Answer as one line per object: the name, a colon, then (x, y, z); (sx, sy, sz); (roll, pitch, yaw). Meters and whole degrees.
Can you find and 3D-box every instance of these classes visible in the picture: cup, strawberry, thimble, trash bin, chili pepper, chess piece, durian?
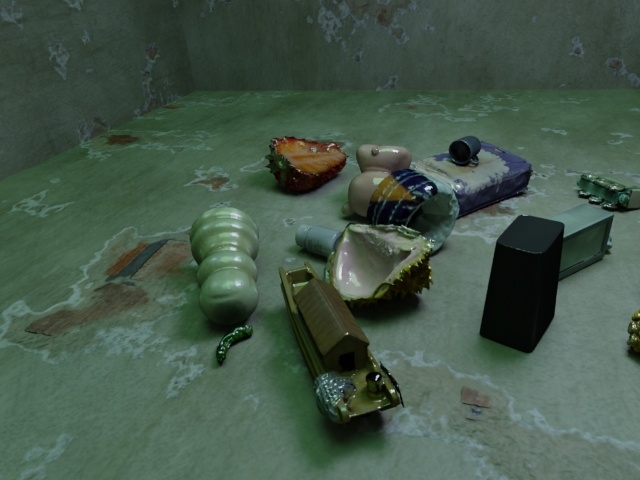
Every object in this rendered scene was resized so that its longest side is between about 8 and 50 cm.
cup: (0.465, -0.280, 1.575); (0.077, 0.078, 0.100); (-29, 75, -38)
strawberry: (-0.065, -0.276, 1.837); (0.254, 0.150, 0.280); (33, 40, 19)
thimble: (0.249, -0.070, 1.327); (0.238, 0.237, 0.150); (-20, 36, -26)
trash bin: (0.414, 0.081, 1.023); (0.115, 0.225, 0.165); (17, 36, 36)
chili pepper: (-0.194, 0.214, 1.066); (0.056, 0.035, 0.118); (-7, 20, 33)
chess piece: (-0.226, 0.071, 1.217); (0.183, 0.182, 0.330); (-9, 35, -8)
durian: (0.110, 0.076, 1.168); (0.305, 0.185, 0.195); (20, 56, 44)

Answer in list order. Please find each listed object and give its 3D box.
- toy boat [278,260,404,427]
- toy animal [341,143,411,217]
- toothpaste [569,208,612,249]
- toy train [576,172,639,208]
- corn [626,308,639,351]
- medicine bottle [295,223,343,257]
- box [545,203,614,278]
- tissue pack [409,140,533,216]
toy boat: (0.006, 0.175, 0.977); (0.136, 0.162, 0.445); (-15, 30, -13)
toy animal: (0.192, -0.189, 1.552); (0.210, 0.221, 0.229); (9, 30, 30)
toothpaste: (0.759, -0.038, 1.394); (0.067, 0.037, 0.255); (2, 25, 11)
toy train: (0.894, -0.156, 1.550); (0.125, 0.080, 0.194); (-1, 25, -16)
corn: (0.732, 0.191, 0.915); (0.292, 0.101, 0.101); (11, 32, 24)
medicine bottle: (0.000, 0.000, 1.380); (0.130, 0.080, 0.080); (16, 35, 34)
box: (0.604, 0.009, 1.228); (0.225, 0.129, 0.086); (-19, 32, -25)
tissue pack: (0.476, -0.205, 1.631); (0.344, 0.125, 0.242); (-21, 39, -24)
